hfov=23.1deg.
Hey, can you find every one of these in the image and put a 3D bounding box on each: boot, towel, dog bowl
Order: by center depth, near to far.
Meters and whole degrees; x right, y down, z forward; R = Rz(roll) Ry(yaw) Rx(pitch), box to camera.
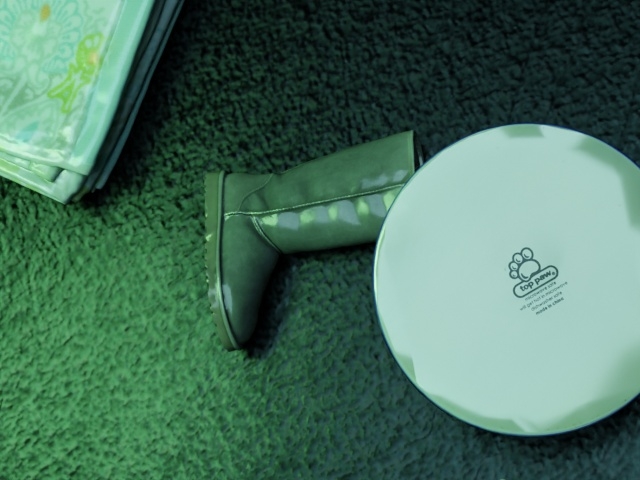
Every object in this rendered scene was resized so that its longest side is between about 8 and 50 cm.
[{"bbox_3d":[0.175,0.035,1.330,0.265,0.104,0.265,0,85,4],"label":"dog bowl"},{"bbox_3d":[0.000,0.001,1.437,0.208,0.076,0.189,-5,78,7],"label":"boot"},{"bbox_3d":[-0.299,-0.251,1.557,0.320,0.090,0.374,20,83,17],"label":"towel"}]

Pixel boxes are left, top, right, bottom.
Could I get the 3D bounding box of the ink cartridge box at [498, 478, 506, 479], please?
[{"bbox_3d":[0.134,0.267,1.304,0.092,0.143,0.090,-27,90,8],"label":"ink cartridge box"}]
